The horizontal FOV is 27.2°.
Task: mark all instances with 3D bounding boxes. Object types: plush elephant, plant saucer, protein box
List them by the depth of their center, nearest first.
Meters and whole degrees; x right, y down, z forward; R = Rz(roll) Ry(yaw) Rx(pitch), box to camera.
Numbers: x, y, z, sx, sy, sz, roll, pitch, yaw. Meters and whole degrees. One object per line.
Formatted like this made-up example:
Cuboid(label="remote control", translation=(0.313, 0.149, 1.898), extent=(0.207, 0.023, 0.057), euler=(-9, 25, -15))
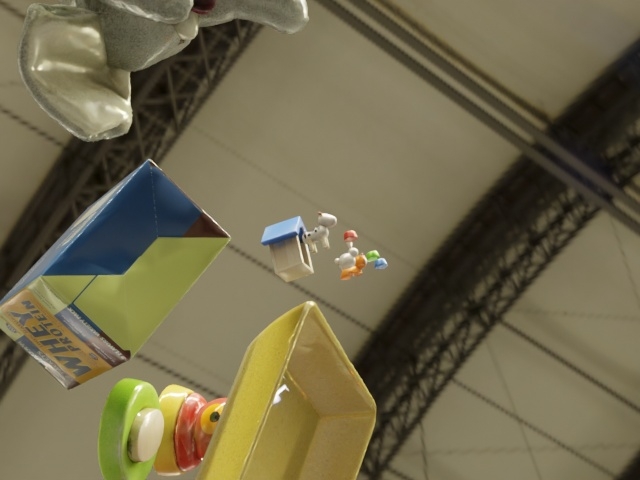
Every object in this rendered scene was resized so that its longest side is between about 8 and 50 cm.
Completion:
Cuboid(label="plush elephant", translation=(-0.117, -0.222, 0.985), extent=(0.330, 0.271, 0.255), euler=(0, -33, 12))
Cuboid(label="protein box", translation=(-0.248, 0.043, 1.541), extent=(0.136, 0.200, 0.201), euler=(45, -32, -11))
Cuboid(label="plant saucer", translation=(-0.054, 0.278, 1.565), extent=(0.081, 0.332, 0.332), euler=(11, -26, 23))

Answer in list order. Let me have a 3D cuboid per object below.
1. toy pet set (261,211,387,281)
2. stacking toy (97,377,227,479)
Cuboid(label="toy pet set", translation=(0.000, 0.000, 1.485), extent=(0.114, 0.065, 0.122), euler=(-18, -23, 13))
Cuboid(label="stacking toy", translation=(-0.172, 0.316, 1.625), extent=(0.130, 0.309, 0.279), euler=(3, -19, 15))
